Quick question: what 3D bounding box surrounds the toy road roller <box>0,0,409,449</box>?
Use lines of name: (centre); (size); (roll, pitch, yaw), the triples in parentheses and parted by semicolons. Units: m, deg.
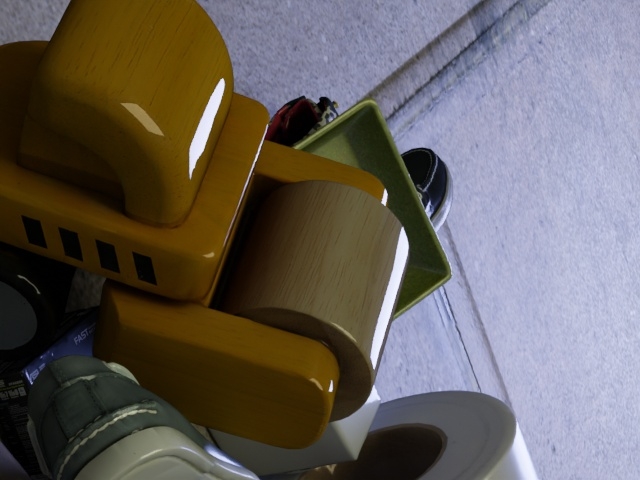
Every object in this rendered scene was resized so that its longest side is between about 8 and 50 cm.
toy road roller: (-0.094, -0.034, 1.291); (0.240, 0.329, 0.202); (109, -1, -46)

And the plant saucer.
plant saucer: (0.000, 0.000, 1.684); (0.188, 0.045, 0.188); (-35, 114, -22)

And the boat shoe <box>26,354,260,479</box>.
boat shoe: (-0.117, 0.155, 1.308); (0.099, 0.116, 0.319); (51, -5, 20)

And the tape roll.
tape roll: (0.069, 0.251, 1.562); (0.169, 0.246, 0.246); (68, 29, -17)

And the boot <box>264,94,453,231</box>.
boot: (0.036, -0.067, 1.803); (0.236, 0.085, 0.178); (-55, 127, -46)

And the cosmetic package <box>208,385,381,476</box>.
cosmetic package: (-0.056, 0.072, 1.547); (0.231, 0.117, 0.085); (62, 32, -27)

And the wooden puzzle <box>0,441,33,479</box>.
wooden puzzle: (-0.188, 0.277, 1.156); (0.322, 0.080, 0.348); (51, 31, -9)

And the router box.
router box: (-0.179, 0.111, 1.380); (0.122, 0.038, 0.092); (-44, 117, -59)
